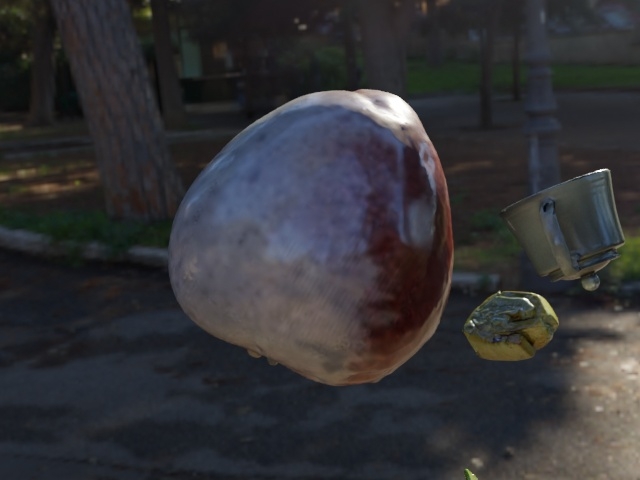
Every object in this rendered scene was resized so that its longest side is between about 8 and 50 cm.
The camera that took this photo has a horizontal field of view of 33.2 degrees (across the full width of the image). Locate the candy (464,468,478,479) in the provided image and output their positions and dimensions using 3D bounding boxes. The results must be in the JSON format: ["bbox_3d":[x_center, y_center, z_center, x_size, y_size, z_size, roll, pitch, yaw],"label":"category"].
[{"bbox_3d":[0.148,0.311,0.839,0.069,0.246,0.149,-10,-23,2],"label":"candy"}]

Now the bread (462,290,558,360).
[{"bbox_3d":[0.292,0.129,1.645,0.156,0.064,0.117,-7,38,54],"label":"bread"}]

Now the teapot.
[{"bbox_3d":[0.346,0.000,1.483,0.162,0.149,0.239,-22,-7,20],"label":"teapot"}]

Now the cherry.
[{"bbox_3d":[-0.013,-0.003,1.224,0.326,0.335,0.291,-3,0,14],"label":"cherry"}]
